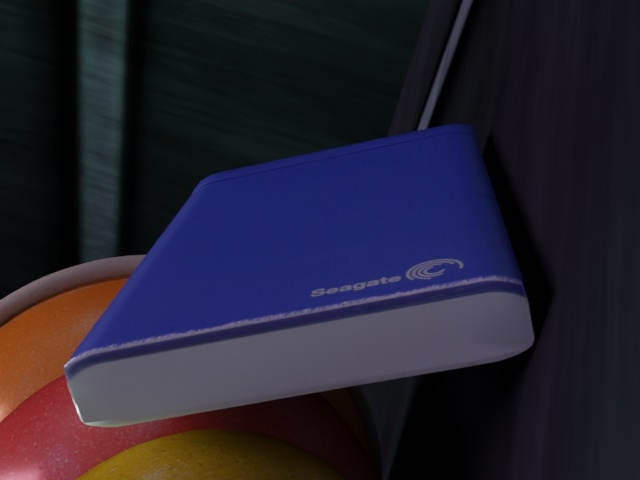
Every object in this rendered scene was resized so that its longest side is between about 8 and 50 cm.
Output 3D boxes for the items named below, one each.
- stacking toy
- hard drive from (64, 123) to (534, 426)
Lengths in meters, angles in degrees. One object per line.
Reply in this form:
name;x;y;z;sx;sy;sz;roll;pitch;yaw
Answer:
stacking toy;-0.066;0.203;0.503;0.480;0.350;0.350;-161;86;-72
hard drive;0.000;0.000;0.582;0.319;0.210;0.040;-76;-26;-71
